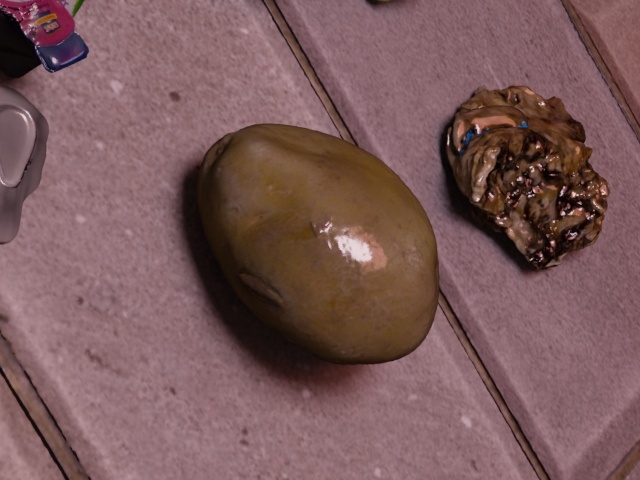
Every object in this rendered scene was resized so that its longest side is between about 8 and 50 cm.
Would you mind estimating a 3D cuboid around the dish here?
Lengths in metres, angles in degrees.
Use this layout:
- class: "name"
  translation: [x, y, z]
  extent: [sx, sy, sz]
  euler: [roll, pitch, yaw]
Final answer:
- class: "dish"
  translation: [-0.237, -0.063, 1.099]
  extent: [0.091, 0.039, 0.137]
  euler: [22, 57, -35]

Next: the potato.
- class: "potato"
  translation: [0.000, 0.000, 1.213]
  extent: [0.235, 0.160, 0.178]
  euler: [39, 10, -6]

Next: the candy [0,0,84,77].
- class: "candy"
  translation: [-0.201, -0.265, 1.207]
  extent: [0.088, 0.061, 0.312]
  euler: [43, 48, -23]

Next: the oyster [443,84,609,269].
- class: "oyster"
  translation: [0.217, -0.083, 1.503]
  extent: [0.214, 0.083, 0.223]
  euler: [32, 46, -32]

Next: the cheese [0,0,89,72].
- class: "cheese"
  translation: [-0.220, -0.192, 1.090]
  extent: [0.095, 0.038, 0.145]
  euler: [-35, 99, -43]
